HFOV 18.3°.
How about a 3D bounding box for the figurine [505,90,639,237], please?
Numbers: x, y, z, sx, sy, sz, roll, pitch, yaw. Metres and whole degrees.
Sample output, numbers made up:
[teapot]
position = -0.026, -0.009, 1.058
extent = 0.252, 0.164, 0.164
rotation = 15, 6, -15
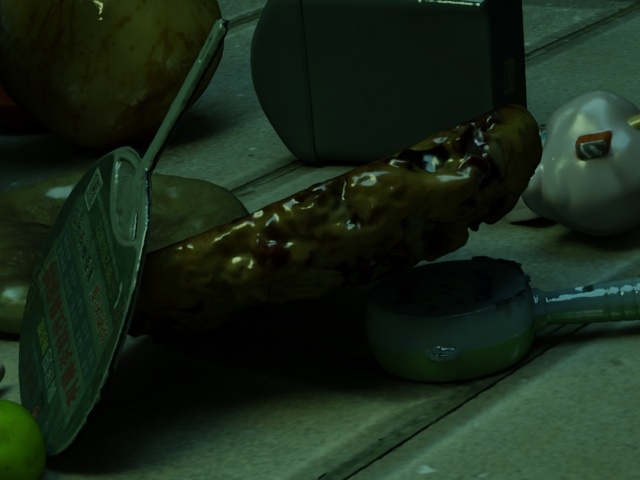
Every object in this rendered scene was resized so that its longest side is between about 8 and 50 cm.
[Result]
[figurine]
position = 0.195, -0.057, 1.532
extent = 0.137, 0.112, 0.229
rotation = -12, 5, -34

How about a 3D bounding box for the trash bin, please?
[trash bin]
position = 0.057, -0.155, 1.752
extent = 0.236, 0.176, 0.101
rotation = 6, 22, 27

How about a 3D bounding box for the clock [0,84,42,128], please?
[clock]
position = -0.277, -0.167, 2.101
extent = 0.205, 0.051, 0.205
rotation = -8, 19, 3

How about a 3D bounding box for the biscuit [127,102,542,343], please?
[biscuit]
position = 0.001, -0.001, 1.372
extent = 0.334, 0.081, 0.289
rotation = -22, -1, 22

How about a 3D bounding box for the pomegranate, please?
[pomegranate]
position = -0.205, -0.209, 1.917
extent = 0.248, 0.248, 0.248
rotation = -7, 20, 3

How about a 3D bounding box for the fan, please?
[fan]
position = -0.146, -0.003, 1.315
extent = 0.012, 0.294, 0.223
rotation = 20, -5, -23

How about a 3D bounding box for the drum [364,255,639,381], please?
[drum]
position = 0.152, 0.051, 1.323
extent = 0.253, 0.049, 0.130
rotation = -2, 20, 19

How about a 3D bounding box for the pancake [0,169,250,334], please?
[pancake]
position = -0.197, 0.001, 1.606
extent = 0.294, 0.049, 0.294
rotation = -6, 19, 2

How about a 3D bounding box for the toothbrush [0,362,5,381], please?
[toothbrush]
position = -0.293, 0.158, 1.238
extent = 0.037, 0.028, 0.375
rotation = 6, 24, 20

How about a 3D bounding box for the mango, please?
[mango]
position = -0.208, 0.129, 1.251
extent = 0.073, 0.056, 0.108
rotation = -6, 9, -1
